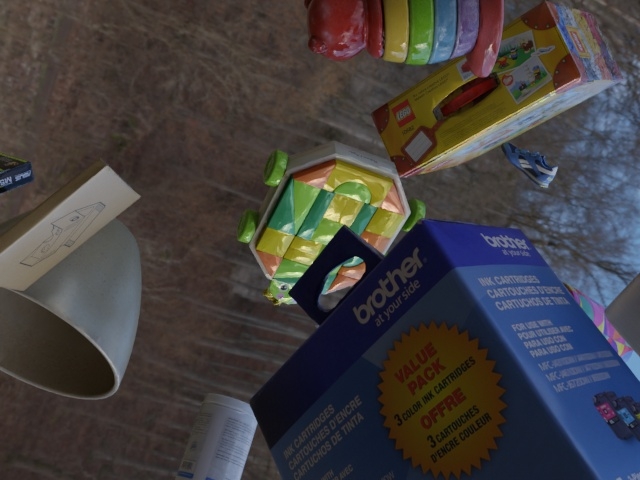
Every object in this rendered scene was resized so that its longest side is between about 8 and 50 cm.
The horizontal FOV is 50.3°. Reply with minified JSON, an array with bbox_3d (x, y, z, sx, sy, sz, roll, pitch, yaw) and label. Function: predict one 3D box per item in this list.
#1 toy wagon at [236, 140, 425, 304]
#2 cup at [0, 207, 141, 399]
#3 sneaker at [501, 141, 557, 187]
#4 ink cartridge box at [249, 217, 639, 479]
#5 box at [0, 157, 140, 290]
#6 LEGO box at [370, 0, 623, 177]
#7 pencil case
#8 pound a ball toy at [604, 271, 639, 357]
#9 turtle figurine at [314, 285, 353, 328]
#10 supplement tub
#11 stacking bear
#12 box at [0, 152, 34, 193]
[{"bbox_3d":[0.000,0.000,1.128,0.068,0.267,0.344,-98,-148,-52],"label":"toy wagon"},{"bbox_3d":[-0.431,0.072,1.126,0.331,0.331,0.237,-45,-162,50],"label":"cup"},{"bbox_3d":[0.483,-0.187,1.574,0.053,0.144,0.059,-29,157,-56],"label":"sneaker"},{"bbox_3d":[0.108,0.168,0.547,0.270,0.151,0.395,-51,-128,31],"label":"ink cartridge box"},{"bbox_3d":[-0.325,-0.014,0.847,0.201,0.021,0.164,-40,175,-7],"label":"box"},{"bbox_3d":[0.442,-0.363,1.713,0.500,0.372,0.193,-28,-97,38],"label":"LEGO box"},{"bbox_3d":[0.401,0.138,1.065,0.104,0.236,0.104,-23,-123,41],"label":"pencil case"},{"bbox_3d":[0.391,0.024,0.576,0.319,0.208,0.136,-57,-146,25],"label":"pound a ball toy"},{"bbox_3d":[0.148,0.168,1.597,0.198,0.266,0.274,-65,164,5],"label":"turtle figurine"},{"bbox_3d":[-0.117,0.238,0.781,0.071,0.071,0.107,-32,-144,59],"label":"supplement tub"},{"bbox_3d":[0.120,-0.345,1.060,0.164,0.289,0.175,90,-6,-79],"label":"stacking bear"},{"bbox_3d":[-0.633,-0.110,1.176,0.184,0.190,0.045,-36,134,-51],"label":"box"}]
